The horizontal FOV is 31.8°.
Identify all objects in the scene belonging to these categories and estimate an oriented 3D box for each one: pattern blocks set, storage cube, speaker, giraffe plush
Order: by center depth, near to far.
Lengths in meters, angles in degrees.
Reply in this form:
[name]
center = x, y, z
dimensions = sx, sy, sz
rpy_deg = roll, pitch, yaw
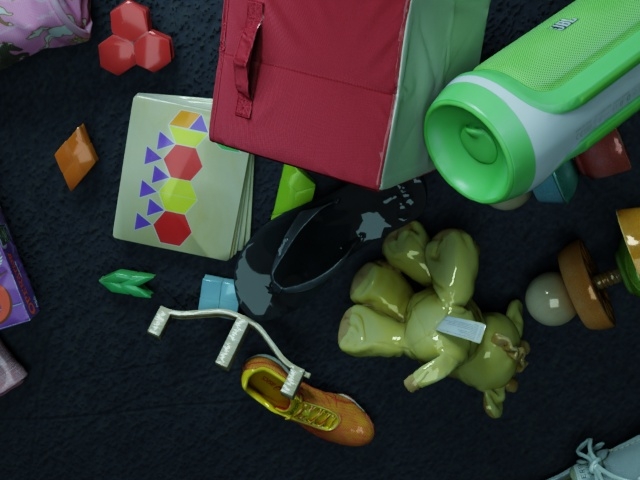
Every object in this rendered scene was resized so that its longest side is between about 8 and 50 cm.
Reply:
[speaker]
center = 0.236, -0.153, 1.062
dimensions = 0.296, 0.131, 0.131
rpy_deg = -35, 105, -27
[storage cube]
center = 0.032, -0.171, 1.083
dimensions = 0.193, 0.215, 0.183
rpy_deg = 19, 111, 28
[giraffe plush]
center = 0.149, 0.096, 1.219
dimensions = 0.170, 0.210, 0.181
rpy_deg = 33, 94, -41
[pattern blocks set]
center = -0.148, -0.076, 1.243
dimensions = 0.285, 0.026, 0.324
rpy_deg = 19, 109, -4

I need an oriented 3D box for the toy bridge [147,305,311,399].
[toy bridge]
center = -0.097, 0.115, 1.262
dimensions = 0.188, 0.026, 0.063
rpy_deg = 23, 73, 9

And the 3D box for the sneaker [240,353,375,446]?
[sneaker]
center = -0.018, 0.196, 1.299
dimensions = 0.175, 0.067, 0.064
rpy_deg = 27, 106, -5

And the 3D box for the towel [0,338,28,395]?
[towel]
center = -0.535, 0.094, 1.328
dimensions = 0.237, 0.037, 0.329
rpy_deg = -33, 102, 13

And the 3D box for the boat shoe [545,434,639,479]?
[boat shoe]
center = 0.276, 0.309, 1.285
dimensions = 0.320, 0.118, 0.103
rpy_deg = -36, 105, 21

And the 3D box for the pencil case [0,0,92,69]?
[pencil case]
center = -0.426, -0.239, 1.155
dimensions = 0.386, 0.167, 0.160
rpy_deg = -13, 73, 8

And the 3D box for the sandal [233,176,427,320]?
[sandal]
center = 0.000, -0.001, 1.212
dimensions = 0.254, 0.054, 0.097
rpy_deg = -39, 102, 20

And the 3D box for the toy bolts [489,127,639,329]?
[toy bolts]
center = 0.257, -0.011, 1.155
dimensions = 0.158, 0.218, 0.228
rpy_deg = -21, 86, 17

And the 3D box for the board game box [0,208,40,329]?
[board game box]
center = -0.517, 0.039, 1.273
dimensions = 0.347, 0.056, 0.208
rpy_deg = -17, 107, 7
